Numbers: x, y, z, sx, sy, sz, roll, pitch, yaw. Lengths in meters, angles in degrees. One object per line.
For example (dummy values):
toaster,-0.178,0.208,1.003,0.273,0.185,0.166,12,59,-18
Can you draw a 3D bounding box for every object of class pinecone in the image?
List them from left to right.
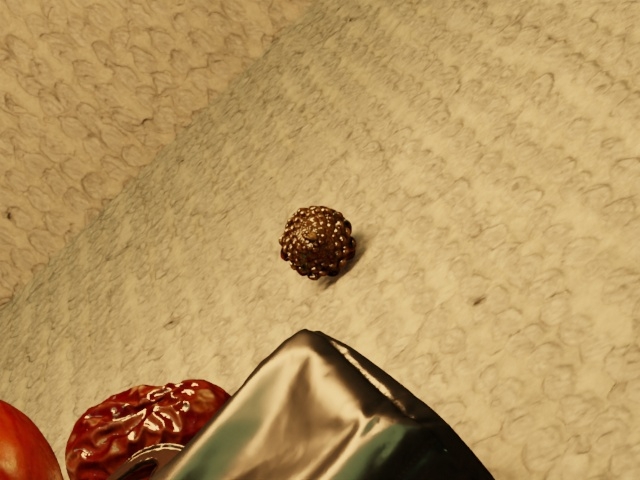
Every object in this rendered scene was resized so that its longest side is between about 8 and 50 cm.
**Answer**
pinecone,0.001,-0.004,2.130,0.102,0.102,0.109,-34,10,30

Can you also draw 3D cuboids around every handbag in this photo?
handbag,-0.012,0.255,1.458,0.302,0.178,0.275,-48,33,-3

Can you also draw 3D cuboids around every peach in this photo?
peach,-0.450,0.338,2.143,0.238,0.281,0.281,-4,-8,-35

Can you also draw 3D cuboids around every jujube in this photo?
jujube,-0.188,0.241,1.917,0.230,0.155,0.155,-23,26,29

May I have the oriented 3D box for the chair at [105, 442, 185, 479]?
chair,-0.229,0.360,1.709,0.175,0.183,0.326,24,28,32
